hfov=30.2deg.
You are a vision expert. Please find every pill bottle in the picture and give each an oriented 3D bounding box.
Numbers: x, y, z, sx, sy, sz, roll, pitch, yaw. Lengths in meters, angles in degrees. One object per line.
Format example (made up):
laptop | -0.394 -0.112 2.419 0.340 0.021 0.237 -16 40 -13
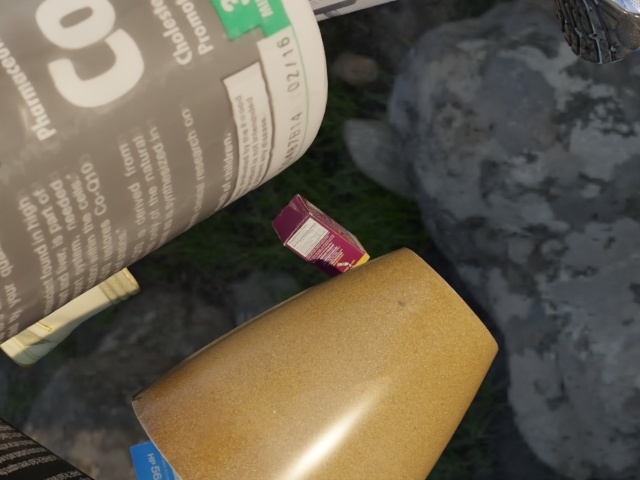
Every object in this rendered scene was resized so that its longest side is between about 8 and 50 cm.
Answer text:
pill bottle | -0.190 -0.051 0.641 0.204 0.361 0.204 37 147 30

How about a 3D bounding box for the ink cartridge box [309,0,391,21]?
ink cartridge box | 0.005 -0.322 1.246 0.218 0.092 0.158 -9 74 25

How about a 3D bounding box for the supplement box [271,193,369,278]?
supplement box | 0.000 0.000 1.176 0.043 0.083 0.055 -49 27 9

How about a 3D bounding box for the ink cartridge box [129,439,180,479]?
ink cartridge box | -0.101 0.255 1.408 0.203 0.148 0.085 -16 79 9

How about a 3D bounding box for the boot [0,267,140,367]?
boot | -0.378 0.024 1.543 0.203 0.262 0.095 -32 29 2

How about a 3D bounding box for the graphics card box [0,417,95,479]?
graphics card box | -0.163 0.085 0.349 0.094 0.371 0.233 -57 -4 -3

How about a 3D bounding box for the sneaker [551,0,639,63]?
sneaker | 0.319 -0.309 1.299 0.330 0.147 0.129 -94 -14 -53

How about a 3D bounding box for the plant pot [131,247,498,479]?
plant pot | 0.018 0.134 0.989 0.254 0.237 0.237 -41 43 -3
